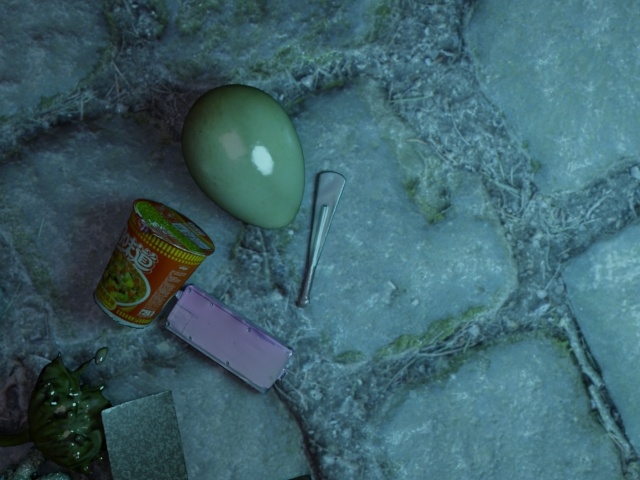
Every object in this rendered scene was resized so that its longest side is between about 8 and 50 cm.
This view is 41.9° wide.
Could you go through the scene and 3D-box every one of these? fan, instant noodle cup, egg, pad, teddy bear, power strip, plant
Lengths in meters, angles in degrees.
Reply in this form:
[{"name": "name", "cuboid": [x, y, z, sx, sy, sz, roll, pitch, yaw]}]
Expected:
[{"name": "fan", "cuboid": [0.000, 0.000, 1.684, 0.057, 0.023, 0.282, 11, 93, -3]}, {"name": "instant noodle cup", "cuboid": [-0.342, 0.055, 1.653, 0.193, 0.193, 0.212, 36, 103, 4]}, {"name": "egg", "cuboid": [-0.138, -0.155, 1.599, 0.218, 0.218, 0.295, -30, 103, 7]}, {"name": "pad", "cuboid": [-0.352, 0.437, 1.696, 0.158, 0.003, 0.235, -11, 92, -35]}, {"name": "teddy bear", "cuboid": [-0.629, 0.533, 1.729, 0.213, 0.111, 0.133, -43, 83, 5]}, {"name": "power strip", "cuboid": [-0.187, 0.199, 1.703, 0.279, 0.037, 0.109, 33, 96, 4]}, {"name": "plant", "cuboid": [-0.562, 0.384, 1.731, 0.333, 0.180, 0.251, -28, 75, 33]}]

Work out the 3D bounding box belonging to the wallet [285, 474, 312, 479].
[{"name": "wallet", "cuboid": [-0.146, 0.591, 1.712, 0.309, 0.042, 0.165, -15, 89, 7]}]
